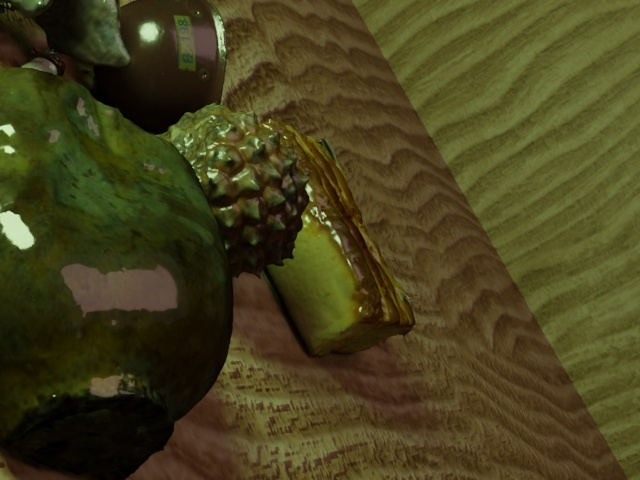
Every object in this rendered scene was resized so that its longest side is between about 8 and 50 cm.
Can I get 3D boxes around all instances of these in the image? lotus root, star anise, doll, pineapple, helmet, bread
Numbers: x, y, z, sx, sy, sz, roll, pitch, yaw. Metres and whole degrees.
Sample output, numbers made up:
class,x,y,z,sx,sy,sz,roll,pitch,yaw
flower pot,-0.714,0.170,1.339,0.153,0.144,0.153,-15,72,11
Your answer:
class,x,y,z,sx,sy,sz,roll,pitch,yaw
lotus root,-0.165,0.028,0.837,0.267,0.149,0.260,40,23,-38
star anise,-0.268,-0.270,1.110,0.198,0.111,0.257,61,5,-54
doll,-0.248,-0.139,1.082,0.085,0.040,0.058,47,32,-18
pineapple,-0.083,-0.037,1.165,0.193,0.166,0.166,43,22,-37
helmet,-0.180,-0.177,1.209,0.106,0.155,0.175,-5,89,-41
bread,0.000,0.000,1.400,0.274,0.114,0.185,64,18,15
